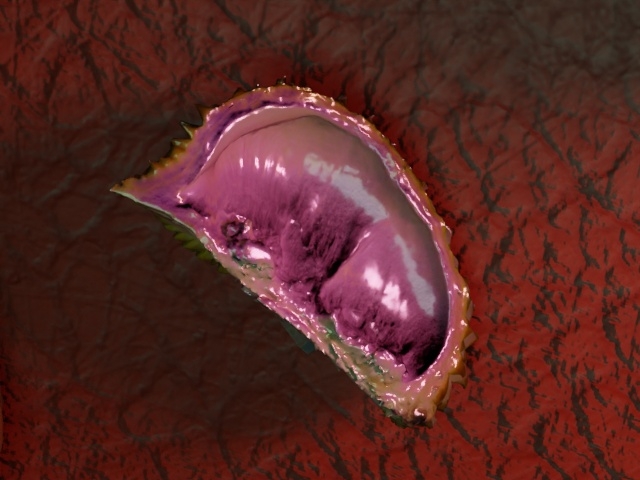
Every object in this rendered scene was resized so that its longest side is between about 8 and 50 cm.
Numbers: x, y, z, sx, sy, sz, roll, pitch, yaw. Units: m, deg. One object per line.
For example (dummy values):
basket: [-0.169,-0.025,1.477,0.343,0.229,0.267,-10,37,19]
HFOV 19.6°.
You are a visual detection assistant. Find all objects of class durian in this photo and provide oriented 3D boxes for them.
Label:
durian: [0.001,0.000,1.507,0.341,0.191,0.112,39,156,-16]

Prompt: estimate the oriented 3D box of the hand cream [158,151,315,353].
hand cream: [-0.056,0.001,1.567,0.067,0.043,0.210,-39,98,18]

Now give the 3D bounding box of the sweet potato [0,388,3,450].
sweet potato: [-0.336,0.104,1.637,0.106,0.095,0.355,-9,93,-29]
